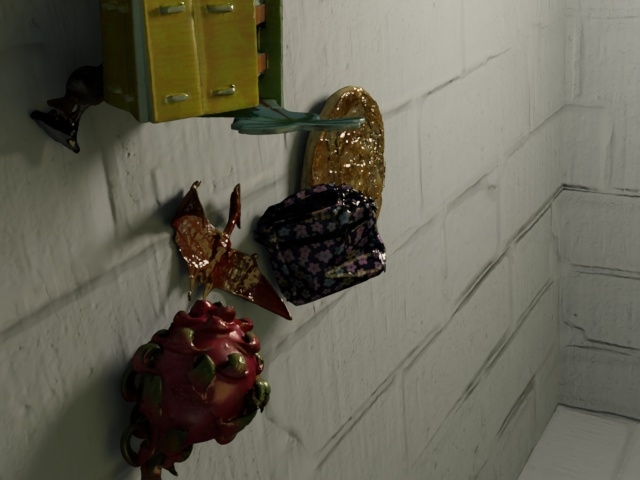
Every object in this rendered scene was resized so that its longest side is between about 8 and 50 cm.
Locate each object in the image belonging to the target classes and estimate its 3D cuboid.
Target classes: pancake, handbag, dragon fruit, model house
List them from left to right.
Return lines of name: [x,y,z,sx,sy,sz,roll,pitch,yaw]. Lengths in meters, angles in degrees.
dragon fruit: [-0.201,0.225,1.276,0.218,0.272,0.198,41,17,-50]
model house: [-0.112,-0.276,1.055,0.324,0.339,0.301,-64,155,-70]
handbag: [0.000,0.000,1.563,0.127,0.228,0.208,-115,-173,-56]
pancake: [0.057,-0.136,1.738,0.356,0.065,0.356,-19,112,-55]

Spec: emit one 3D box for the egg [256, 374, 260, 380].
egg: [-0.141,0.217,1.475,0.071,0.071,0.083,-28,109,-54]

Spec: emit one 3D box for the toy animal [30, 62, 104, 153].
toy animal: [-0.301,-0.195,1.104,0.105,0.070,0.202,-50,-172,45]

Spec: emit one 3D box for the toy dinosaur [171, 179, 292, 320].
toy dinosaur: [-0.142,0.032,1.389,0.206,0.112,0.328,-48,138,-44]
